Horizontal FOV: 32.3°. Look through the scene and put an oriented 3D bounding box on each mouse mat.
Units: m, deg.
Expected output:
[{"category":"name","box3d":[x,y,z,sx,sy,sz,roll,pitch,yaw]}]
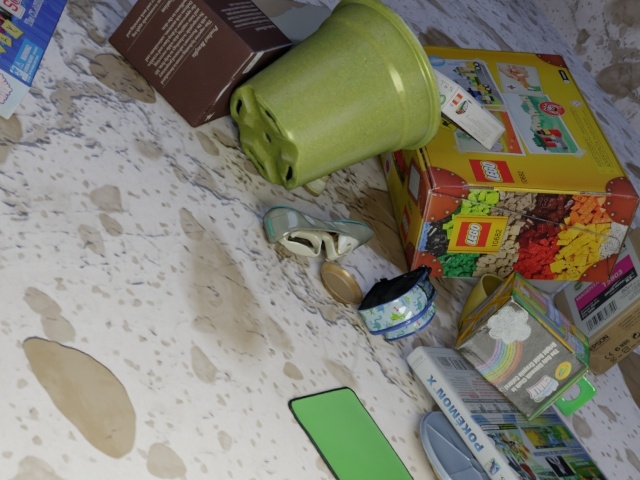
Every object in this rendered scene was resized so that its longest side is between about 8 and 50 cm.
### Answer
[{"category":"mouse mat","box3d":[0.048,0.273,1.430,0.152,0.007,0.189,-1,50,-55]}]

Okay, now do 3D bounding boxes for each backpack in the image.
[{"category":"backpack","box3d":[0.119,0.102,1.672,0.084,0.105,0.114,63,32,-8]}]

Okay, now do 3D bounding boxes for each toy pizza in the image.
[{"category":"toy pizza","box3d":[0.208,0.324,1.546,0.201,0.032,0.201,36,22,-17]}]

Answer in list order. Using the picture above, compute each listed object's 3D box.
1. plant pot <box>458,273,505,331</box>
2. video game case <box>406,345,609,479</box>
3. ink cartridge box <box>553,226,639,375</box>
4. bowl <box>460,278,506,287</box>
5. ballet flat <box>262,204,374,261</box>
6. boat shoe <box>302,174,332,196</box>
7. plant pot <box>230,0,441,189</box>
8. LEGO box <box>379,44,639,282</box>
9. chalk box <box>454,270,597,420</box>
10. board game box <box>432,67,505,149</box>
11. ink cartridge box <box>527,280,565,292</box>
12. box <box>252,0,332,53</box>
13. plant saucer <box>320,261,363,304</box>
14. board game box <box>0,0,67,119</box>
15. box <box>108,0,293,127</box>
[{"category":"plant pot","box3d":[0.289,0.137,1.868,0.134,0.095,0.134,34,28,-21]},{"category":"video game case","box3d":[0.300,0.290,1.684,0.329,0.036,0.300,13,36,-55]},{"category":"ink cartridge box","box3d":[0.581,0.117,2.154,0.088,0.234,0.193,33,28,-23]},{"category":"bowl","box3d":[0.283,0.035,2.058,0.142,0.053,0.142,30,29,-28]},{"category":"ballet flat","box3d":[0.000,0.000,1.705,0.213,0.072,0.068,13,55,-40]},{"category":"boat shoe","box3d":[0.001,-0.131,1.907,0.056,0.048,0.153,38,27,-13]},{"category":"plant pot","box3d":[0.006,-0.215,1.764,0.254,0.276,0.276,-31,72,-23]},{"category":"LEGO box","box3d":[0.318,-0.157,2.061,0.372,0.193,0.500,2,38,-9]},{"category":"chalk box","box3d":[0.333,0.178,1.724,0.213,0.132,0.132,44,20,-3]},{"category":"board game box","box3d":[0.161,-0.279,1.895,0.305,0.053,0.193,41,8,35]},{"category":"ink cartridge box","box3d":[0.398,-0.049,2.273,0.201,0.117,0.278,22,33,-37]},{"category":"box","box3d":[-0.070,-0.352,2.028,0.121,0.148,0.311,52,26,16]},{"category":"plant saucer","box3d":[0.029,0.069,1.691,0.083,0.015,0.083,34,27,-21]},{"category":"board game box","box3d":[-0.509,-0.342,1.477,0.318,0.066,0.318,32,28,-22]},{"category":"box","box3d":[-0.191,-0.320,1.778,0.203,0.168,0.167,46,26,3]}]
